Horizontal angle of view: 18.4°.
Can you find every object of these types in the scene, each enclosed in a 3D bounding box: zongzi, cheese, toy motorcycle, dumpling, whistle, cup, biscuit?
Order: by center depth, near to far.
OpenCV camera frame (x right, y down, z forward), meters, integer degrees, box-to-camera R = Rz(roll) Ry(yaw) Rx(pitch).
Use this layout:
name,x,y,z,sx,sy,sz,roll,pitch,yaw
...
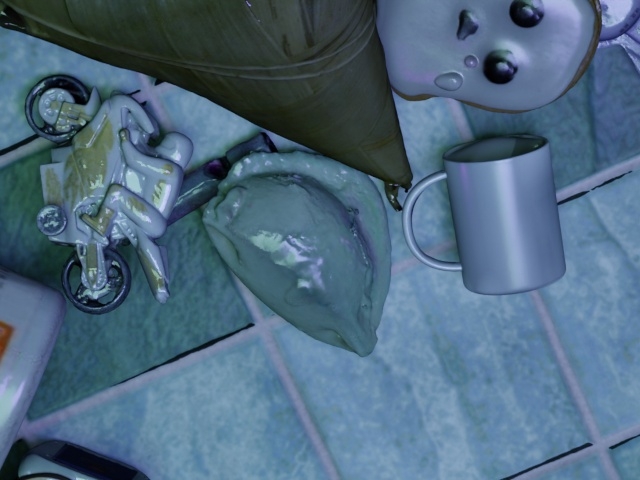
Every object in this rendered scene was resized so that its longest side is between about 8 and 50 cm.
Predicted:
name,x,y,z,sx,sy,sz,roll,pitch,yaw
zongzi,-0.148,-0.184,1.759,0.447,0.181,0.418,2,140,19
biscuit,0.148,-0.199,1.776,0.208,0.049,0.181,13,113,8
toy motorcycle,-0.185,-0.050,1.794,0.151,0.074,0.228,-13,81,-1
cheese,0.269,-0.213,1.807,0.191,0.042,0.105,35,101,-12
dumpling,-0.003,0.006,1.816,0.149,0.105,0.216,-40,103,7
cup,0.154,-0.025,1.829,0.136,0.099,0.133,-2,107,28
whistle,-0.119,-0.046,1.835,0.176,0.033,0.033,-31,104,4

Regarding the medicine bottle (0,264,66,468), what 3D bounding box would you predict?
name,x,y,z,sx,sy,sz,roll,pitch,yaw
medicine bottle,-0.432,0.070,1.755,0.371,0.211,0.211,24,102,-9

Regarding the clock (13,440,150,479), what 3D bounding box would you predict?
name,x,y,z,sx,sy,sz,roll,pitch,yaw
clock,-0.243,0.325,1.868,0.199,0.146,0.243,18,99,-2
